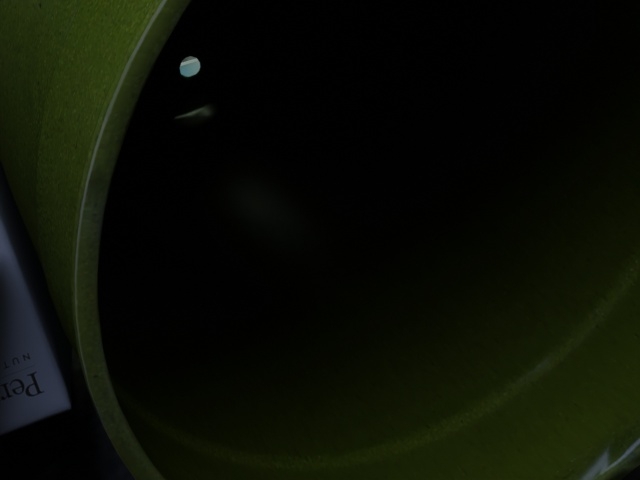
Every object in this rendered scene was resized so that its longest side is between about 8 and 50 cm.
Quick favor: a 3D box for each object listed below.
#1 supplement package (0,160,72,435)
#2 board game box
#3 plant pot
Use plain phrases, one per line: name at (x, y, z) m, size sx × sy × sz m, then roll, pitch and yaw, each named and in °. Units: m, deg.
supplement package at (-0.251, -0.034, 0.947) m, size 0.177 × 0.293 × 0.175 m, roll -21°, pitch 8°, yaw -5°
board game box at (0.000, 0.000, 1.054) m, size 0.193 × 0.053 × 0.305 m, roll -17°, pitch 47°, yaw -6°
plant pot at (-0.011, -0.095, 0.899) m, size 0.366 × 0.366 × 0.353 m, roll -29°, pitch 39°, yaw -15°
